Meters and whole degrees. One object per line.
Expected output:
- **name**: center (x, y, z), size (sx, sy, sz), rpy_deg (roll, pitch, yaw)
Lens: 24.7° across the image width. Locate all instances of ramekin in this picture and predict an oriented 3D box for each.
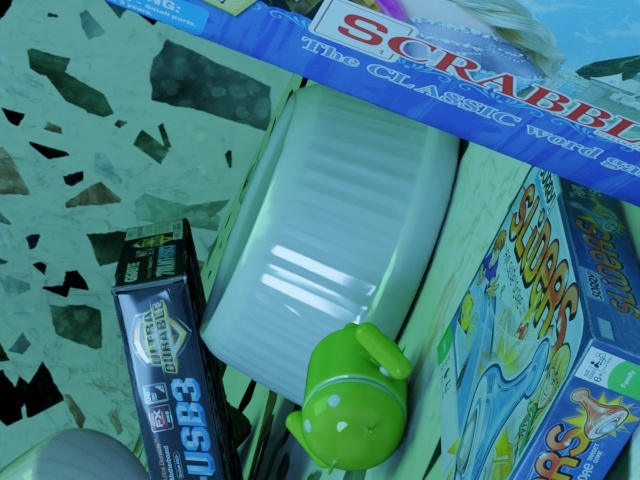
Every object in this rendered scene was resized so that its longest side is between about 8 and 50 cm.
- **ramekin**: center (0.000, 0.000, 1.162), size (0.273, 0.127, 0.273), rpy_deg (-159, 90, -82)

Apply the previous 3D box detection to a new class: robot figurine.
- **robot figurine**: center (0.023, 0.101, 0.942), size (0.101, 0.067, 0.115), rpy_deg (-51, 15, 27)

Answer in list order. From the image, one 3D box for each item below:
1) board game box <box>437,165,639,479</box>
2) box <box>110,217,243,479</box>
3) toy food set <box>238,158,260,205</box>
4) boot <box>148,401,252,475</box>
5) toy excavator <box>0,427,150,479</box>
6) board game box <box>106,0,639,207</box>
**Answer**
- **board game box**: center (0.097, 0.053, 0.666), size (0.201, 0.035, 0.136), rpy_deg (-84, 17, -64)
- **box**: center (-0.123, 0.147, 1.327), size (0.293, 0.073, 0.295), rpy_deg (-106, 5, -79)
- **toy food set**: center (-0.027, -0.018, 1.464), size (0.232, 0.111, 0.104), rpy_deg (136, 155, -66)
- **boot**: center (-0.175, 0.283, 1.619), size (0.161, 0.083, 0.246), rpy_deg (-50, -5, -41)
- **toy excavator**: center (-0.226, 0.397, 1.104), size (0.222, 0.433, 0.445), rpy_deg (-35, -9, 33)
- **board game box**: center (0.045, -0.128, 0.469), size (0.318, 0.318, 0.066), rpy_deg (131, 158, -71)
